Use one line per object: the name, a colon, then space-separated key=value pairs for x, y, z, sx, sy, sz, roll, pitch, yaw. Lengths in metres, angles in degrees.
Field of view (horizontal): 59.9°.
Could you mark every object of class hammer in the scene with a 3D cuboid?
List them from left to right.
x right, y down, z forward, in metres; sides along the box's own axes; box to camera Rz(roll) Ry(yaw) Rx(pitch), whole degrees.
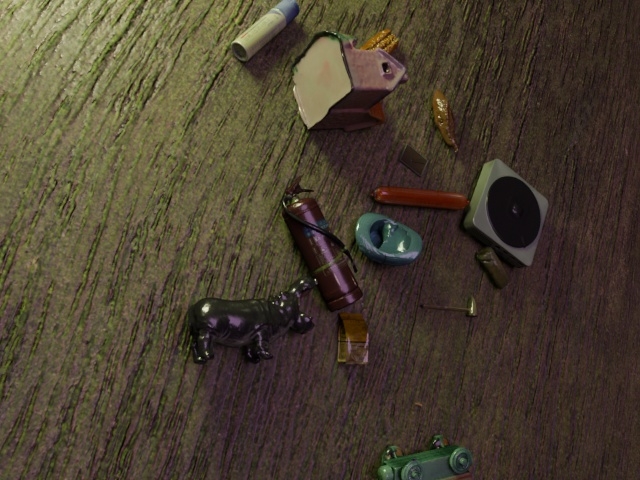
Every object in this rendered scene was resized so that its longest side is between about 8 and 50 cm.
hammer: x=0.369 y=0.183 z=1.591 sx=0.195 sy=0.028 sz=0.060 roll=9 pitch=69 yaw=-25

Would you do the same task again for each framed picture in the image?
framed picture: x=0.277 y=-0.237 z=1.648 sx=0.089 sy=0.006 sz=0.066 roll=34 pitch=64 yaw=-18

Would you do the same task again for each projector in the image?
projector: x=0.578 y=-0.082 z=1.733 sx=0.257 sy=0.079 sz=0.259 roll=34 pitch=64 yaw=-17

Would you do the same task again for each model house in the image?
model house: x=0.088 y=-0.426 z=1.464 sx=0.237 sy=0.237 sz=0.203 roll=-8 pitch=76 yaw=-34

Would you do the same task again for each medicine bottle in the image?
medicine bottle: x=-0.142 y=-0.559 z=1.464 sx=0.059 sy=0.059 sz=0.231 roll=45 pitch=62 yaw=-13

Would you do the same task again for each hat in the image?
hat: x=0.174 y=0.005 z=1.500 sx=0.190 sy=0.078 sz=0.138 roll=22 pitch=59 yaw=-3

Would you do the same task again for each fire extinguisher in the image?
fire extinguisher: x=0.000 y=0.000 z=1.390 sx=0.141 sy=0.105 sz=0.342 roll=-27 pitch=93 yaw=-48

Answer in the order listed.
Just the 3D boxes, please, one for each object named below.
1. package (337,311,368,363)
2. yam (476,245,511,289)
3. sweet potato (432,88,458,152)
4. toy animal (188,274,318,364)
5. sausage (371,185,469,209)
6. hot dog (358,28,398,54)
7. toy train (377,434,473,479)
package: x=0.083 y=0.247 z=1.405 sx=0.070 sy=0.047 sz=0.131 roll=9 pitch=76 yaw=-23
yam: x=0.527 y=0.083 z=1.682 sx=0.054 sy=0.054 sz=0.132 roll=-40 pitch=100 yaw=-30
sweet potato: x=0.382 y=-0.367 z=1.704 sx=0.059 sy=0.068 sz=0.206 roll=-19 pitch=94 yaw=-6
toy animal: x=-0.138 y=0.190 z=1.269 sx=0.343 sy=0.106 sz=0.169 roll=-10 pitch=76 yaw=-36
sausage: x=0.293 y=-0.122 z=1.603 sx=0.347 sy=0.053 sz=0.053 roll=3 pitch=77 yaw=-28
hot dog: x=0.169 y=-0.567 z=1.643 sx=0.071 sy=0.045 sz=0.165 roll=51 pitch=60 yaw=-11
toy train: x=0.265 y=0.604 z=1.396 sx=0.285 sy=0.116 sz=0.177 roll=0 pitch=91 yaw=-30
